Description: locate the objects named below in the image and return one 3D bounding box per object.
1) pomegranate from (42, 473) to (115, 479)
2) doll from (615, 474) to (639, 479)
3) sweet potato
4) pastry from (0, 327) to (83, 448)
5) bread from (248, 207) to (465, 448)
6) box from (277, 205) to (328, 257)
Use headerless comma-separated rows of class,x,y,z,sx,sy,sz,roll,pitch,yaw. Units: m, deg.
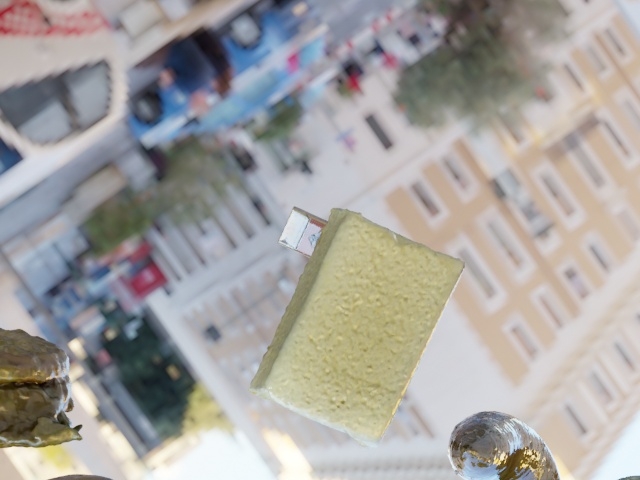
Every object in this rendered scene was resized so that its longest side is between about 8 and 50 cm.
pomegranate,-0.228,0.393,1.994,0.342,0.342,0.342,-35,-178,1
doll,0.464,0.366,2.174,0.268,0.284,0.216,-94,-164,-69
sweet potato,0.186,0.230,1.875,0.079,0.108,0.346,-19,146,19
pastry,-0.376,0.146,1.974,0.240,0.132,0.235,1,178,-15
bread,0.031,0.076,1.668,0.188,0.125,0.068,-65,-169,-2
box,0.000,0.000,2.043,0.012,0.083,0.046,-69,-176,-66
